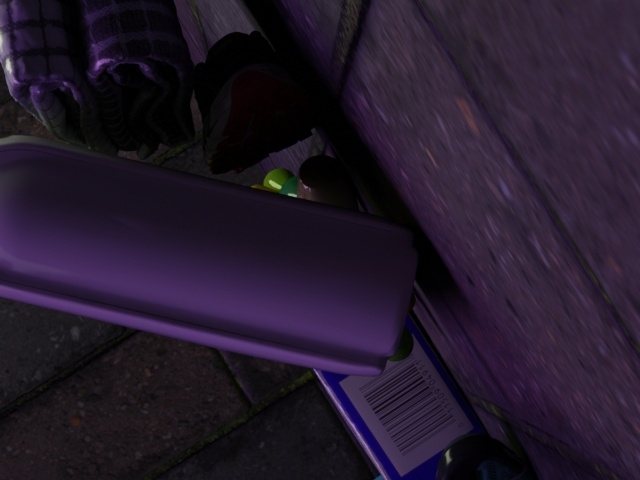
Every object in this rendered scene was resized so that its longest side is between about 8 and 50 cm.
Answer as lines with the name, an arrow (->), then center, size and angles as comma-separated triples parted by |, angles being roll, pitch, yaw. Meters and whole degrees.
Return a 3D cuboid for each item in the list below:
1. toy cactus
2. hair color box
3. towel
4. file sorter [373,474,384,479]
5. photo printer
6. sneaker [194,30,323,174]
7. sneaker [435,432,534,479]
toy cactus -> 0.000, 0.000, 1.155 | 0.180, 0.112, 0.219 | 78, 171, -54
hair color box -> 0.055, 0.132, 1.436 | 0.185, 0.110, 0.339 | 57, 179, -7
towel -> -0.154, -0.185, 0.955 | 0.284, 0.121, 0.235 | 90, 164, -83
file sorter -> 0.115, 0.292, 1.477 | 0.104, 0.170, 0.118 | 53, 175, 35
photo printer -> -0.098, 0.010, 0.959 | 0.256, 0.307, 0.107 | 125, 158, -87
sneaker -> -0.058, -0.101, 1.016 | 0.093, 0.088, 0.225 | 63, 175, -3
sneaker -> 0.127, 0.198, 1.148 | 0.098, 0.083, 0.224 | 62, -178, 41
